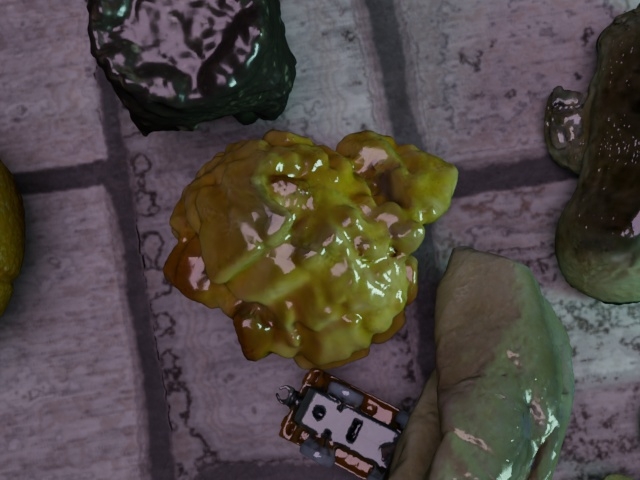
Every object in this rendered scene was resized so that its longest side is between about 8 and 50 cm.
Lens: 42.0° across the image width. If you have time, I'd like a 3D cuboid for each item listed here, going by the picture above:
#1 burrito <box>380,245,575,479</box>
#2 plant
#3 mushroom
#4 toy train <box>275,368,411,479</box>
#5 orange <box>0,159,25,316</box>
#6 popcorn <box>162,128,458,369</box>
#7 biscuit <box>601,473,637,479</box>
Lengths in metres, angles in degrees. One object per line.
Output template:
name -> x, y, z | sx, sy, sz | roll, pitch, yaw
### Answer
burrito -> 0.179, 0.162, 0.840 | 0.190, 0.135, 0.331 | 35, 57, -16
plant -> -0.132, -0.213, 0.885 | 0.189, 0.276, 0.198 | -13, 95, 5
mushroom -> 0.363, -0.100, 0.918 | 0.248, 0.130, 0.344 | 21, 88, 12
toy train -> 0.052, 0.217, 0.919 | 0.219, 0.127, 0.089 | 25, 80, 8
orange -> -0.480, -0.005, 0.840 | 0.322, 0.357, 0.322 | -3, 79, 14
popcorn -> 0.000, 0.000, 0.895 | 0.332, 0.225, 0.264 | -23, 81, -11
biscuit -> 0.400, 0.312, 0.892 | 0.234, 0.153, 0.030 | 18, 113, -5
